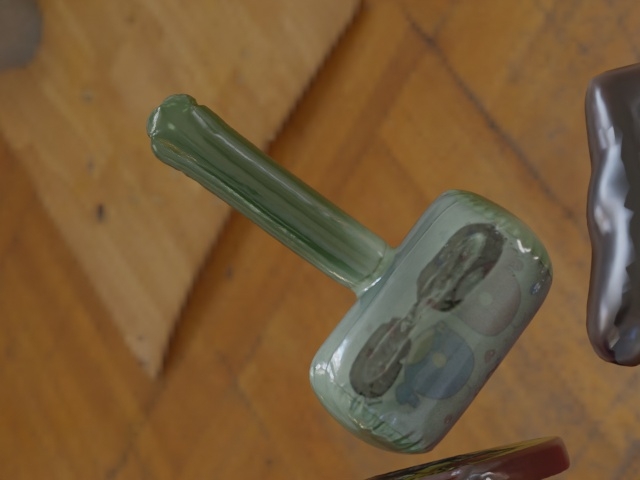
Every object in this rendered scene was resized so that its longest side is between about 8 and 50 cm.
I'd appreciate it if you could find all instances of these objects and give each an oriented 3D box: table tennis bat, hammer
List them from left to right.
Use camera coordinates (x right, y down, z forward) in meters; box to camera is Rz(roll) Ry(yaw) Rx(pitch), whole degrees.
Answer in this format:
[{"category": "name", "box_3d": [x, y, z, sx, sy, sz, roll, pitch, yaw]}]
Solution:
[{"category": "hammer", "box_3d": [0.000, 0.000, 1.479, 0.335, 0.119, 0.206, 37, 81, 13]}, {"category": "table tennis bat", "box_3d": [0.037, 0.162, 1.171, 0.200, 0.310, 0.038, -18, 83, 28]}]

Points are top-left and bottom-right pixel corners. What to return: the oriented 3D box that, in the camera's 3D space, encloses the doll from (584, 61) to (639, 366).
[{"category": "doll", "box_3d": [0.240, 0.035, 0.658, 0.339, 0.318, 0.209, 58, 154, -15]}]
